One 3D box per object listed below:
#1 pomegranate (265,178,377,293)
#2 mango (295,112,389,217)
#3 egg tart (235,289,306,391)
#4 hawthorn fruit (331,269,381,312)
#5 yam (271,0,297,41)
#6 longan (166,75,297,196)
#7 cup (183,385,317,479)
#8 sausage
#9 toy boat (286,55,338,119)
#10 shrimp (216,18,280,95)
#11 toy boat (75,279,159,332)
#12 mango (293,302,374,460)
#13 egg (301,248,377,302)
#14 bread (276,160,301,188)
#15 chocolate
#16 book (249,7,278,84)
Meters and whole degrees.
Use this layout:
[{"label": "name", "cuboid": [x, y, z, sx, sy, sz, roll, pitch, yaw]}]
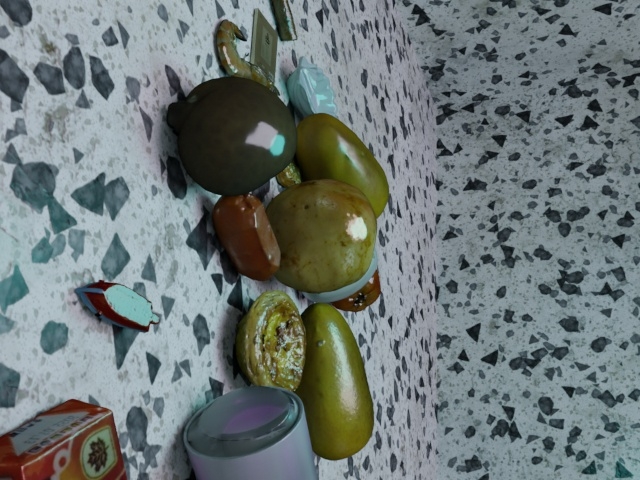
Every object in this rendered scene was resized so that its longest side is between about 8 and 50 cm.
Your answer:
[{"label": "pomegranate", "cuboid": [0.000, 0.000, 1.911, 0.342, 0.342, 0.343, -7, 90, -69]}, {"label": "mango", "cuboid": [0.058, -0.223, 2.172, 0.300, 0.232, 0.446, 50, -2, 41]}, {"label": "egg tart", "cuboid": [-0.134, 0.266, 1.742, 0.290, 0.115, 0.290, -6, 90, -67]}, {"label": "hawthorn fruit", "cuboid": [0.099, 0.127, 2.334, 0.225, 0.196, 0.196, -111, 176, -48]}, {"label": "yam", "cuboid": [-0.124, -0.737, 2.147, 0.061, 0.061, 0.253, -56, 136, -59]}, {"label": "longan", "cuboid": [-0.201, -0.237, 1.566, 0.243, 0.300, 0.300, -61, -177, 37]}, {"label": "cup", "cuboid": [-0.129, 0.517, 1.488, 0.253, 0.253, 0.372, -50, 132, -62]}, {"label": "sausage", "cuboid": [-0.179, -0.009, 1.688, 0.133, 0.133, 0.258, -74, 152, -45]}, {"label": "toy boat", "cuboid": [-0.029, -0.462, 2.250, 0.290, 0.100, 0.199, 53, 36, -54]}, {"label": "shrimp", "cuboid": [-0.196, -0.490, 1.898, 0.296, 0.058, 0.169, 26, 58, -61]}, {"label": "toy boat", "cuboid": [-0.368, 0.119, 1.259, 0.173, 0.058, 0.069, 40, 46, -51]}, {"label": "mango", "cuboid": [0.020, 0.389, 1.947, 0.301, 0.220, 0.445, -50, 127, -74]}, {"label": "egg", "cuboid": [0.051, 0.079, 2.123, 0.271, 0.196, 0.196, -25, 111, -32]}, {"label": "bread", "cuboid": [-0.096, -0.200, 2.076, 0.110, 0.044, 0.083, 35, 50, -60]}, {"label": "chocolate", "cuboid": [-0.393, 0.388, 1.043, 0.235, 0.108, 0.237, -22, 106, -67]}, {"label": "book", "cuboid": [-0.164, -0.561, 2.046, 0.138, 0.016, 0.199, 43, 45, -59]}]
